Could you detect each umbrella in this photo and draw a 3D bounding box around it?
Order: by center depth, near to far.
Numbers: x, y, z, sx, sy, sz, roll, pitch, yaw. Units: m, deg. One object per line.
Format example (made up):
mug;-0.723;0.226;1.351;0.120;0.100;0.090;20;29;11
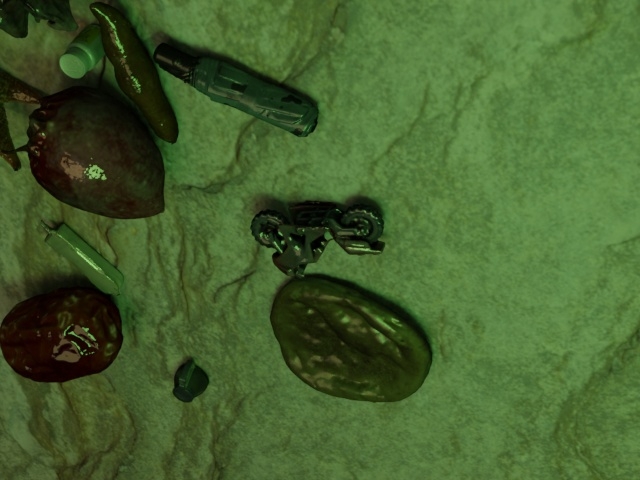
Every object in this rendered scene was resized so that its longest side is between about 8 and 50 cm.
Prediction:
umbrella;-0.119;-0.216;1.520;0.250;0.052;0.053;26;137;0

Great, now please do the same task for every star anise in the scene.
star anise;-0.442;-0.382;1.479;0.198;0.110;0.257;-17;115;36

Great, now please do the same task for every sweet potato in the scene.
sweet potato;-0.264;-0.234;1.567;0.067;0.067;0.274;0;135;25

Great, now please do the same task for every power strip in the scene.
power strip;-0.422;0.029;1.905;0.191;0.030;0.047;44;135;-18

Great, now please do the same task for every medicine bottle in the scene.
medicine bottle;-0.338;-0.272;1.549;0.047;0.083;0.047;12;132;13

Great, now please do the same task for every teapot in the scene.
teapot;-0.249;0.266;2.026;0.066;0.057;0.088;14;135;11

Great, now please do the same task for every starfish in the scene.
starfish;-0.556;-0.217;1.671;0.247;0.138;0.050;24;173;-7

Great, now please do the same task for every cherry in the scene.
cherry;-0.334;-0.120;1.624;0.249;0.175;0.192;39;144;-15

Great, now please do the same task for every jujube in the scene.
jujube;-0.474;0.175;1.969;0.250;0.174;0.174;-10;125;29

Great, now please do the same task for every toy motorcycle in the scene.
toy motorcycle;0.000;0.000;1.648;0.212;0.084;0.118;-3;121;21

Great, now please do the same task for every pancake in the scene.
pancake;0.047;0.179;1.814;0.294;0.049;0.294;14;136;14
